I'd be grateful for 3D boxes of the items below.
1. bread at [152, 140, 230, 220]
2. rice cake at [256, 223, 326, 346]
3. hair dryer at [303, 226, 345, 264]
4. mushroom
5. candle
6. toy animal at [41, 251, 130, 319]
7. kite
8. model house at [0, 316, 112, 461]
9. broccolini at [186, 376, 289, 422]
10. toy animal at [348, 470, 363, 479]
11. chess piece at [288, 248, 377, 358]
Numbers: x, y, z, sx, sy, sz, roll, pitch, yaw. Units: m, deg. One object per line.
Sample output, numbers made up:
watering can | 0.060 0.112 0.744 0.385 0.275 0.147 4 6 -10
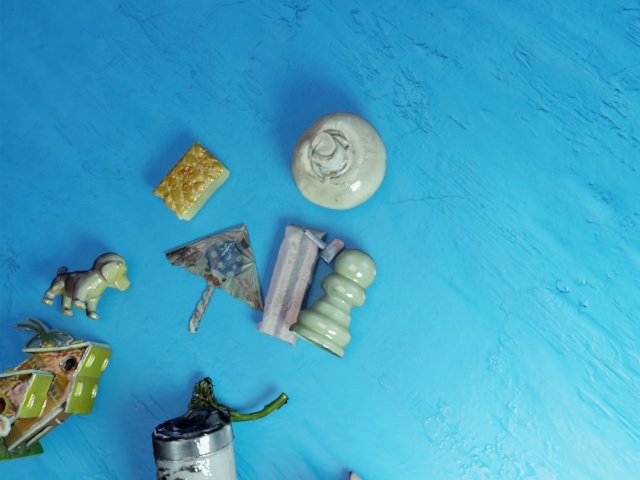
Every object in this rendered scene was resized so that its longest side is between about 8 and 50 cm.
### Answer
bread | -0.347 -0.157 1.670 0.125 0.068 0.188 41 88 19
rice cake | -0.074 0.106 1.548 0.106 0.050 0.298 13 79 16
hair dryer | 0.000 0.000 1.521 0.114 0.037 0.063 42 80 13
mushroom | 0.038 -0.199 1.524 0.246 0.202 0.246 -2 83 20
candle | -0.278 0.557 1.406 0.187 0.187 0.330 -6 92 12
toy animal | -0.618 0.123 1.643 0.233 0.121 0.168 -10 57 20
kite | -0.274 0.095 1.620 0.335 0.011 0.314 25 84 19
model house | -0.716 0.311 1.529 0.324 0.300 0.340 -39 76 -9
broccolini | -0.205 0.381 1.504 0.271 0.062 0.123 -13 88 15
toy animal | 0.084 0.638 1.274 0.195 0.256 0.213 27 94 14
chess piece | 0.045 0.135 1.474 0.144 0.144 0.251 24 78 18
